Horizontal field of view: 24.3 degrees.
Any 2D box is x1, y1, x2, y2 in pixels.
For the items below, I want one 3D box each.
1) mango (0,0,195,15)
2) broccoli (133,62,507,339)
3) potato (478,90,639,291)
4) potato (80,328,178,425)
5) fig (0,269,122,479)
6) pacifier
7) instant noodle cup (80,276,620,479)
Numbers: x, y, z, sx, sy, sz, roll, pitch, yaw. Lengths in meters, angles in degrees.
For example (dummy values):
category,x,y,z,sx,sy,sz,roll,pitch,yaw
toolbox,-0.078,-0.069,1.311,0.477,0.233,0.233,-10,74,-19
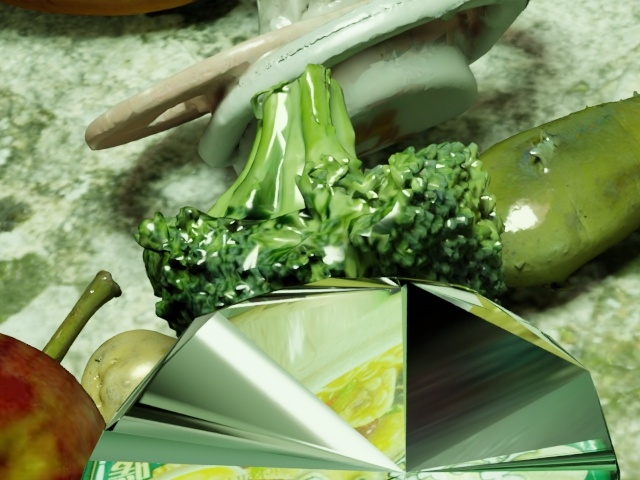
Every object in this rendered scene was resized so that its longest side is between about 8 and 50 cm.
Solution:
category,x,y,z,sx,sy,sz,roll,pitch,yaw
mango,-0.160,-0.267,1.158,0.350,0.201,0.199,8,83,8
broccoli,0.001,0.003,0.808,0.198,0.226,0.176,-13,53,-14
potato,0.160,-0.037,0.912,0.188,0.085,0.105,-24,47,-19
potato,-0.096,0.083,0.865,0.083,0.062,0.068,-1,59,-20
fig,-0.187,0.130,0.758,0.186,0.203,0.249,-11,14,0
pacifier,-0.008,-0.149,0.969,0.332,0.220,0.273,-24,56,-18
instant noodle cup,0.021,0.157,0.672,0.240,0.178,0.240,-6,44,6
